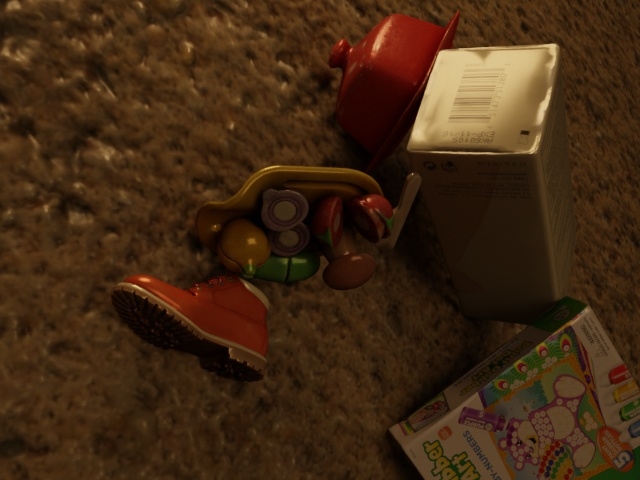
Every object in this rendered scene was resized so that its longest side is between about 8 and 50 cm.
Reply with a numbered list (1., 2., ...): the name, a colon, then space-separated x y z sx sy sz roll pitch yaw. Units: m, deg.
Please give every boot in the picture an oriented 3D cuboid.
1. boot: -0.106 0.056 0.605 0.158 0.059 0.084 36 52 -36

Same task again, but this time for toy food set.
1. toy food set: 0.000 0.000 0.634 0.218 0.128 0.071 -2 53 -23

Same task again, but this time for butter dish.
1. butter dish: 0.064 -0.184 0.783 0.118 0.160 0.160 29 55 -2

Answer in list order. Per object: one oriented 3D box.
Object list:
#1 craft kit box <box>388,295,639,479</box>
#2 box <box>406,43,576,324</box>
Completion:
1. craft kit box: 0.241 0.231 0.755 0.246 0.061 0.250 -36 102 -3
2. box: 0.200 -0.044 0.758 0.148 0.121 0.311 -69 149 -31
